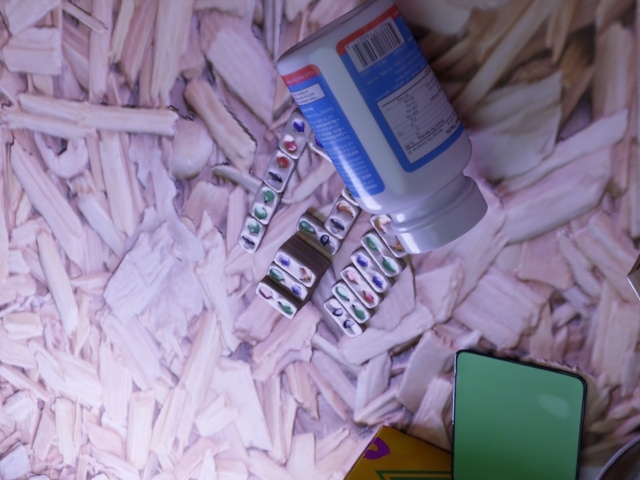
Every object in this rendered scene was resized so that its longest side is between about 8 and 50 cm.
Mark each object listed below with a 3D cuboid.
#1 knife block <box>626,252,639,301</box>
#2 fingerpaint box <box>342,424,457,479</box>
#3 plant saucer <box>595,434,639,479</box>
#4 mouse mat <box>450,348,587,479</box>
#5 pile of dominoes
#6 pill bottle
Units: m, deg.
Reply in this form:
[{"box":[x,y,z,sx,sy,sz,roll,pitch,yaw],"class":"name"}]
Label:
[{"box":[0.382,0.149,0.790,0.275,0.088,0.242,21,117,22],"class":"knife block"},{"box":[0.193,0.508,1.190,0.371,0.163,0.445,21,132,23],"class":"fingerpaint box"},{"box":[0.419,0.306,0.895,0.310,0.050,0.311,8,108,24],"class":"plant saucer"},{"box":[0.220,0.220,1.033,0.152,0.007,0.190,11,113,28],"class":"mouse mat"},{"box":[0.000,0.000,1.035,0.196,0.040,0.251,37,137,8],"class":"pile of dominoes"},{"box":[0.064,-0.102,0.848,0.124,0.124,0.222,-16,111,43],"class":"pill bottle"}]
